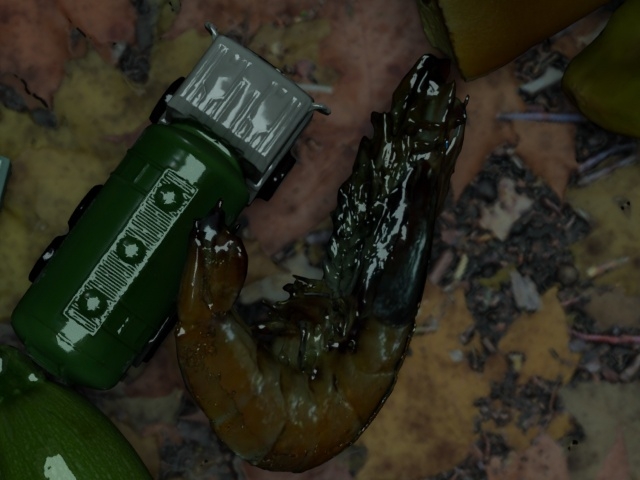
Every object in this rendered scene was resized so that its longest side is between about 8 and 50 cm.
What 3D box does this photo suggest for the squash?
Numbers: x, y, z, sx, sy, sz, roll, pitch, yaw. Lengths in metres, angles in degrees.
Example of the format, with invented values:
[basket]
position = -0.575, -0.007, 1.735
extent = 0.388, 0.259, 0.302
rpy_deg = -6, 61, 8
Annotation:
[squash]
position = -0.111, 0.241, 1.125
extent = 0.107, 0.107, 0.395
rpy_deg = -31, 88, -6

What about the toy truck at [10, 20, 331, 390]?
[toy truck]
position = -0.101, -0.016, 1.138
extent = 0.101, 0.125, 0.242
rpy_deg = 35, 83, 0

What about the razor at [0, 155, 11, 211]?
[razor]
position = -0.246, 0.078, 1.153
extent = 0.111, 0.056, 0.278
rpy_deg = 13, 85, -2

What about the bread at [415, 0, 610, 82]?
[bread]
position = 0.217, -0.254, 1.178
extent = 0.361, 0.077, 0.138
rpy_deg = -30, 128, -7

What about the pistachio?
[pistachio]
position = 0.255, -0.115, 1.182
extent = 0.189, 0.110, 0.100
rpy_deg = 2, 117, -5

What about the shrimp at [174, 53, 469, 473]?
[shrimp]
position = 0.000, 0.000, 1.117
extent = 0.054, 0.222, 0.290
rpy_deg = 17, 82, 41
